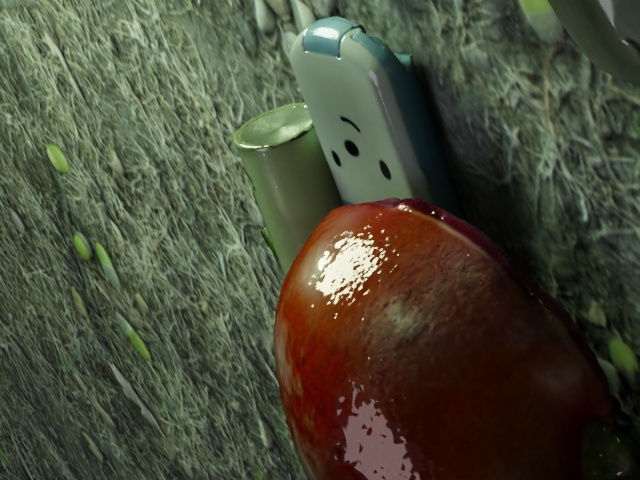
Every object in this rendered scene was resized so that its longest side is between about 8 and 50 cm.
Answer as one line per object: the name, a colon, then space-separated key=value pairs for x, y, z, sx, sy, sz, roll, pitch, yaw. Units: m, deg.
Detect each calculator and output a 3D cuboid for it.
calculator: x=0.044 y=-0.059 z=1.294 sx=0.121 sy=0.039 sz=0.210 roll=22 pitch=138 yaw=55

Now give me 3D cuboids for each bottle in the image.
bottle: x=0.000 y=0.000 z=1.406 sx=0.072 sy=0.072 sz=0.201 roll=20 pitch=135 yaw=54

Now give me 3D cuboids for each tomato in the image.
tomato: x=0.074 y=0.143 z=1.265 sx=0.289 sy=0.176 sz=0.335 roll=24 pitch=152 yaw=54

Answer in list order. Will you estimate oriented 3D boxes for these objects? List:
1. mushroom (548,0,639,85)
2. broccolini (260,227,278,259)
mushroom: x=0.141 y=-0.205 z=0.865 sx=0.118 sy=0.103 sz=0.270 roll=23 pitch=134 yaw=50
broccolini: x=-0.007 y=0.048 z=1.543 sx=0.140 sy=0.030 sz=0.035 roll=58 pitch=-168 yaw=12
